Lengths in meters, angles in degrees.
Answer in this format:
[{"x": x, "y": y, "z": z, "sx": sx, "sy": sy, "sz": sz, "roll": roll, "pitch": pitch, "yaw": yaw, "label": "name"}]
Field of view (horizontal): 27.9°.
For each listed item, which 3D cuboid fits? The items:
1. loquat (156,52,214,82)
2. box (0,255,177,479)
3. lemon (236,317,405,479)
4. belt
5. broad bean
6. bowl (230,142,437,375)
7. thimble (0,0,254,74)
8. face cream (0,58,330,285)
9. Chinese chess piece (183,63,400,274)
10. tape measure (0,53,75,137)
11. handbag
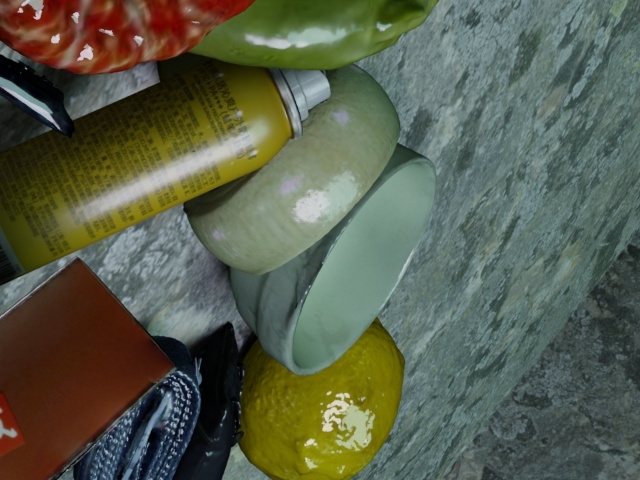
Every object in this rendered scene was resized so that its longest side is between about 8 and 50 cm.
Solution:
[{"x": -0.083, "y": -0.166, "z": 1.239, "sx": 0.152, "sy": 0.152, "sz": 0.195, "roll": -54, "pitch": 155, "yaw": -7, "label": "loquat"}, {"x": -0.330, "y": 0.208, "z": 1.050, "sx": 0.344, "sy": 0.122, "sz": 0.385, "roll": -42, "pitch": -177, "yaw": -31, "label": "box"}, {"x": -0.003, "y": 0.210, "z": 1.769, "sx": 0.288, "sy": 0.233, "sz": 0.233, "roll": -63, "pitch": 156, "yaw": 2, "label": "lemon"}, {"x": -0.217, "y": 0.211, "z": 1.497, "sx": 0.122, "sy": 0.128, "sz": 0.218, "roll": 18, "pitch": 110, "yaw": -22, "label": "belt"}, {"x": -0.044, "y": -0.228, "z": 1.092, "sx": 0.291, "sy": 0.238, "sz": 0.119, "roll": -1, "pitch": 133, "yaw": -22, "label": "broad bean"}, {"x": 0.000, "y": 0.000, "z": 1.586, "sx": 0.307, "sy": 0.163, "sz": 0.307, "roll": -44, "pitch": 153, "yaw": -29, "label": "bowl"}, {"x": -0.146, "y": -0.301, "z": 0.843, "sx": 0.350, "sy": 0.230, "sz": 0.350, "roll": -44, "pitch": 155, "yaw": -26, "label": "thimble"}, {"x": -0.155, "y": -0.072, "z": 1.100, "sx": 0.349, "sy": 0.105, "sz": 0.105, "roll": -25, "pitch": 150, "yaw": -7, "label": "face cream"}, {"x": -0.032, "y": -0.080, "z": 1.350, "sx": 0.250, "sy": 0.101, "sz": 0.250, "roll": -41, "pitch": -160, "yaw": 18, "label": "Chinese chess piece"}, {"x": -0.335, "y": -0.096, "z": 0.790, "sx": 0.215, "sy": 0.098, "sz": 0.351, "roll": -46, "pitch": 138, "yaw": 5, "label": "tape measure"}, {"x": -0.148, "y": 0.238, "z": 1.609, "sx": 0.254, "sy": 0.089, "sz": 0.211, "roll": -97, "pitch": -153, "yaw": -72, "label": "handbag"}]
